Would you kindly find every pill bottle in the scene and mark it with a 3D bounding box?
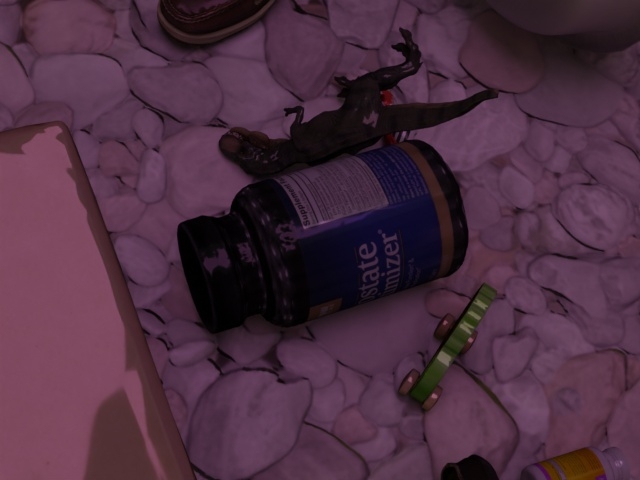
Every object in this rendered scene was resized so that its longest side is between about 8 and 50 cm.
[{"bbox_3d":[0.000,0.000,0.842,0.219,0.123,0.123,-17,70,-17],"label":"pill bottle"},{"bbox_3d":[0.209,0.195,0.834,0.083,0.043,0.043,-14,69,-16],"label":"pill bottle"}]

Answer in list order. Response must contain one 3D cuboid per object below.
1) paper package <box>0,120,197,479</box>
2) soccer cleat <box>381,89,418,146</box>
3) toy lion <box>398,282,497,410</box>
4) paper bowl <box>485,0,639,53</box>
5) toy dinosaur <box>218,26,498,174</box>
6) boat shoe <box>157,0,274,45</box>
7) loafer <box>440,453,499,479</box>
[{"bbox_3d":[-0.278,0.116,0.679,0.324,0.168,0.310,-19,85,-17],"label":"paper package"},{"bbox_3d":[0.073,-0.108,0.958,0.035,0.029,0.083,-6,70,-22],"label":"soccer cleat"},{"bbox_3d":[0.110,0.083,0.838,0.034,0.096,0.100,34,65,6],"label":"toy lion"},{"bbox_3d":[0.222,-0.305,0.933,0.148,0.284,0.284,-35,76,-17],"label":"paper bowl"},{"bbox_3d":[0.041,-0.119,0.897,0.268,0.064,0.118,-13,40,30],"label":"toy dinosaur"},{"bbox_3d":[-0.056,-0.291,0.979,0.095,0.095,0.257,40,65,9],"label":"boat shoe"},{"bbox_3d":[0.087,0.263,0.760,0.078,0.080,0.220,14,64,-4],"label":"loafer"}]
